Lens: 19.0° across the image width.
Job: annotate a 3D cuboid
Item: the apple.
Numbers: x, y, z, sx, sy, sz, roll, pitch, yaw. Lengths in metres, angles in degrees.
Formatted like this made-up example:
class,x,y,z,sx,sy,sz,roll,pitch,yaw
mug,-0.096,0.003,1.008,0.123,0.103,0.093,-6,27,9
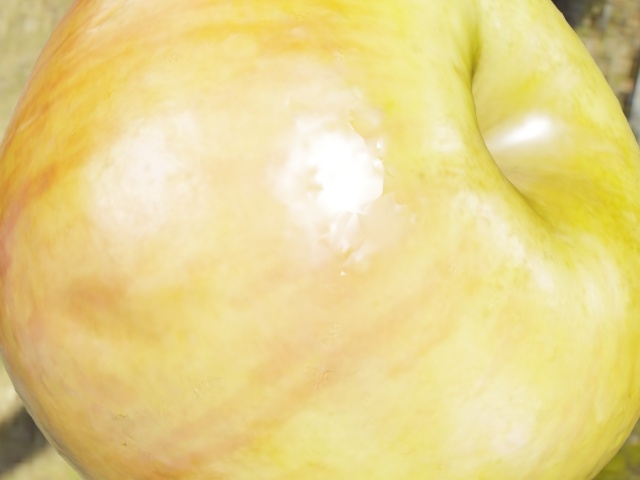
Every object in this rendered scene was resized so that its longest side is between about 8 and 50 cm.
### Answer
class,x,y,z,sx,sy,sz,roll,pitch,yaw
apple,0.000,0.000,0.775,0.233,0.286,0.286,-32,58,33
